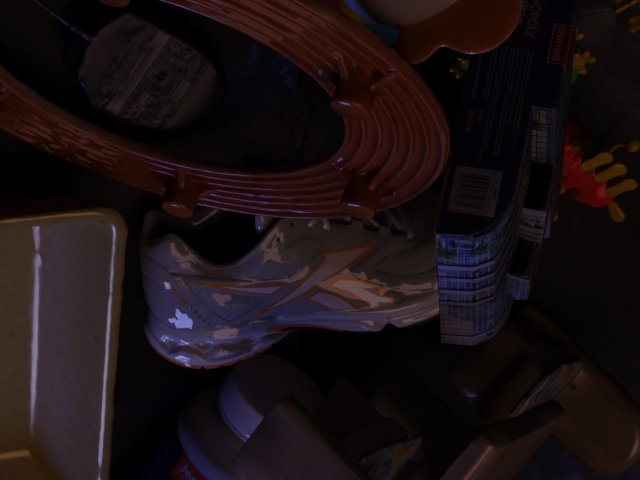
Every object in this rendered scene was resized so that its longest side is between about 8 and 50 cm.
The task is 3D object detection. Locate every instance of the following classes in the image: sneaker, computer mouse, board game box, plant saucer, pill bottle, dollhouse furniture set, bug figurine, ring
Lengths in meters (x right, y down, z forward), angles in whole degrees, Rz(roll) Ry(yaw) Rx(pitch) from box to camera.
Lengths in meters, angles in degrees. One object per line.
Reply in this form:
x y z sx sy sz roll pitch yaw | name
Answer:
0.000 0.000 1.268 0.262 0.099 0.121 -17 132 -7 | sneaker
-0.157 -0.136 1.119 0.242 0.041 0.071 30 108 -32 | computer mouse
0.118 -0.037 1.168 0.060 0.194 0.194 8 153 11 | board game box
-0.307 0.092 1.243 0.333 0.081 0.332 -6 135 -17 | plant saucer
-0.075 0.178 1.397 0.108 0.108 0.193 14 125 -32 | pill bottle
0.058 0.289 1.336 0.394 0.256 0.362 -54 160 26 | dollhouse furniture set
0.225 -0.113 1.229 0.279 0.072 0.216 -21 130 31 | bug figurine
-0.093 -0.081 1.048 0.336 0.032 0.336 15 160 6 | ring

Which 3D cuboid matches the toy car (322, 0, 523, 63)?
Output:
0.036 -0.169 1.012 0.210 0.238 0.219 -43 132 20 | toy car
